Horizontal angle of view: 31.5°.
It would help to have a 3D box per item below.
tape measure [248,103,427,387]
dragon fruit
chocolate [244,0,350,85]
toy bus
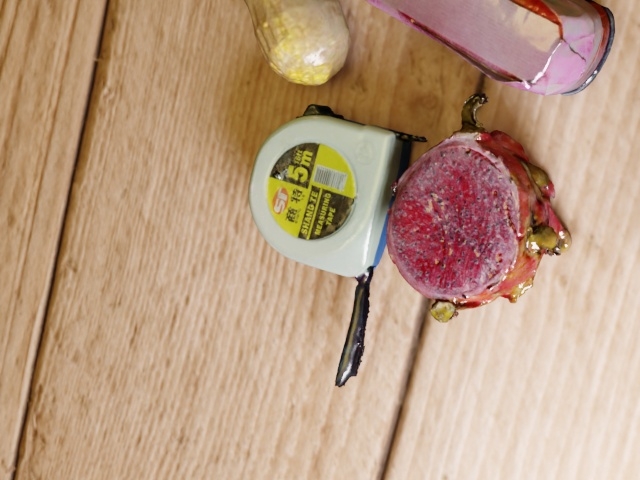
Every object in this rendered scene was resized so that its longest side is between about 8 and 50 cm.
[{"bbox_3d":[0.000,0.000,1.524,0.215,0.098,0.352,18,98,23],"label":"tape measure"},{"bbox_3d":[0.203,-0.035,1.408,0.211,0.147,0.282,13,96,35],"label":"dragon fruit"},{"bbox_3d":[-0.055,-0.350,1.521,0.134,0.134,0.309,-25,86,26],"label":"chocolate"},{"bbox_3d":[0.200,-0.283,1.382,0.302,0.147,0.128,35,118,22],"label":"toy bus"}]
